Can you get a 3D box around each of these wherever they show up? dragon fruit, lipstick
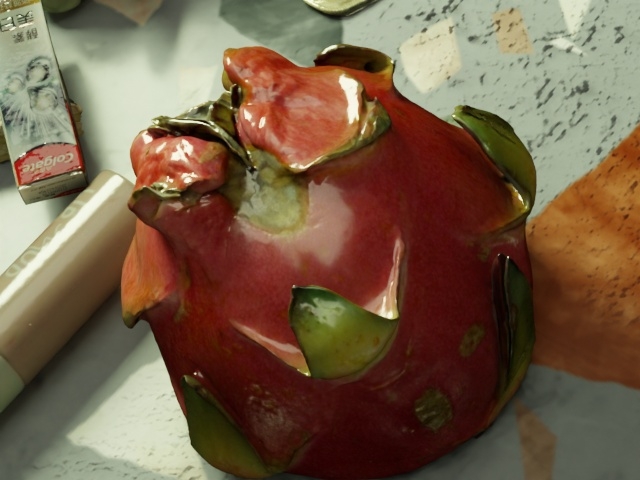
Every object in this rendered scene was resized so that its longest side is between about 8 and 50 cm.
[{"bbox_3d":[0.000,0.000,1.331,0.305,0.225,0.305,-5,57,7],"label":"dragon fruit"},{"bbox_3d":[-0.220,0.060,1.424,0.070,0.070,0.254,33,71,25],"label":"lipstick"}]

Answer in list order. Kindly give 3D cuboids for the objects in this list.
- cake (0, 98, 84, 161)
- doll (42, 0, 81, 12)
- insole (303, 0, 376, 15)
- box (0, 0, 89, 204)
[{"bbox_3d":[-0.245,-0.085,1.527,0.121,0.052,0.065,4,58,11],"label":"cake"},{"bbox_3d":[-0.134,-0.281,1.581,0.275,0.113,0.155,-20,56,0],"label":"doll"},{"bbox_3d":[0.075,-0.274,1.598,0.081,0.011,0.248,31,70,25],"label":"insole"},{"bbox_3d":[-0.228,-0.134,1.494,0.055,0.039,0.218,-16,69,-3],"label":"box"}]
